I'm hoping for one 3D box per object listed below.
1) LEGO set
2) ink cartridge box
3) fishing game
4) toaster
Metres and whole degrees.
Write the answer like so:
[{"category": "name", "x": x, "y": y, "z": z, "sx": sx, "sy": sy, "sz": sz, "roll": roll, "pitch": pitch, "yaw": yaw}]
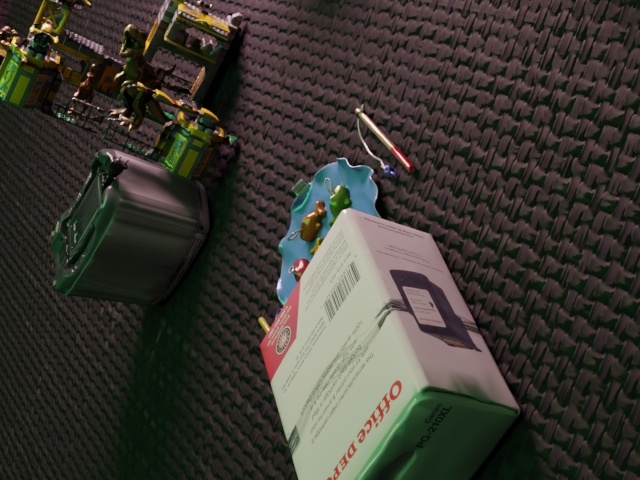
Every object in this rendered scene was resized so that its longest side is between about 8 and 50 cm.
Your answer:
[{"category": "LEGO set", "x": -0.233, "y": -0.240, "z": 1.614, "sx": 0.192, "sy": 0.331, "sz": 0.255, "roll": -61, "pitch": 10, "yaw": 20}, {"category": "ink cartridge box", "x": 0.048, "y": 0.115, "z": 1.094, "sx": 0.172, "sy": 0.100, "sz": 0.237, "roll": -59, "pitch": 30, "yaw": 26}, {"category": "fishing game", "x": 0.000, "y": 0.000, "z": 1.313, "sx": 0.264, "sy": 0.041, "sz": 0.189, "roll": -63, "pitch": 32, "yaw": 20}, {"category": "toaster", "x": -0.237, "y": -0.017, "z": 1.641, "sx": 0.227, "sy": 0.146, "sz": 0.129, "roll": -55, "pitch": 34, "yaw": 34}]
